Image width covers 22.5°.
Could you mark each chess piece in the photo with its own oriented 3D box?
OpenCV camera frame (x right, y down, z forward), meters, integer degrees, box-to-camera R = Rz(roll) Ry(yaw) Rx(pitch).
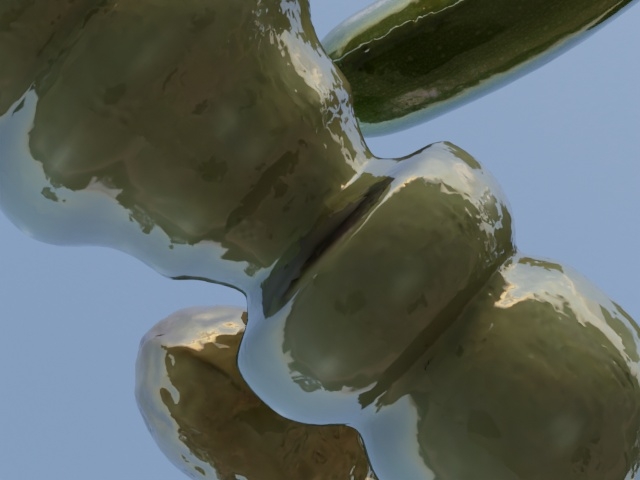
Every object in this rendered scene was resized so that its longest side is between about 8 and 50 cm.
[{"bbox_3d":[0.000,0.000,0.683,0.330,0.182,0.182,42,-97,2],"label":"chess piece"}]

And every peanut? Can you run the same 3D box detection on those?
[{"bbox_3d":[-0.005,0.116,0.927,0.274,0.125,0.111,42,-102,-41],"label":"peanut"}]

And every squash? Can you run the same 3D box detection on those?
[{"bbox_3d":[0.136,-0.158,0.954,0.341,0.094,0.094,-31,-81,7],"label":"squash"}]
